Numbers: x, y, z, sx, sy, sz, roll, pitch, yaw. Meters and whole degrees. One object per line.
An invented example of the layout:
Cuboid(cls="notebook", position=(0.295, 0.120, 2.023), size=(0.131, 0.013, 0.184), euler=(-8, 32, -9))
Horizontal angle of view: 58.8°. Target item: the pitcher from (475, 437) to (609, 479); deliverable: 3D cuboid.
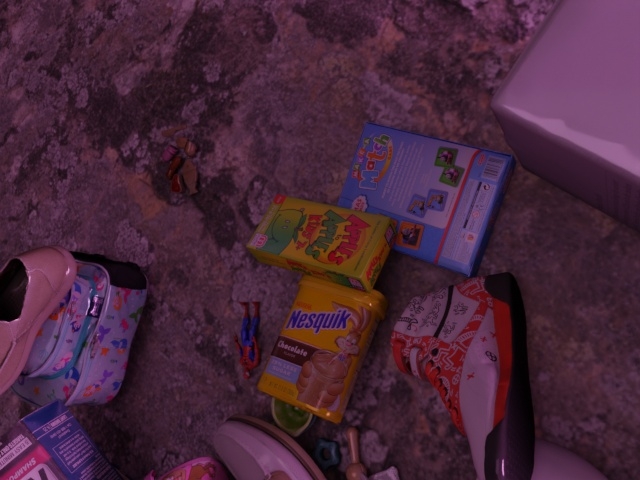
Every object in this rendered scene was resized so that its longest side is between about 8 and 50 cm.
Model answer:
Cuboid(cls="pitcher", position=(0.255, 0.279, 0.556), size=(0.207, 0.178, 0.126), euler=(24, 76, 28))

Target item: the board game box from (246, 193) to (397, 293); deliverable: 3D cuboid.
Cuboid(cls="board game box", position=(0.000, 0.000, 0.755), size=(0.181, 0.043, 0.092), euler=(14, 63, 32))

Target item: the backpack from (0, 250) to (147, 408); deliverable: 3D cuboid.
Cuboid(cls="backpack", position=(-0.424, 0.151, 0.943), size=(0.225, 0.191, 0.254), euler=(10, 91, 28))

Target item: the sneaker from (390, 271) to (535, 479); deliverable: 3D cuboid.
Cuboid(cls="sneaker", position=(0.150, 0.155, 0.629), size=(0.144, 0.090, 0.270), euler=(-15, 37, 29))

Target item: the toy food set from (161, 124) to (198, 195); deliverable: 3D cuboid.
Cuboid(cls="toy food set", position=(-0.243, -0.134, 0.985), size=(0.077, 0.019, 0.122), euler=(-9, 85, 27))

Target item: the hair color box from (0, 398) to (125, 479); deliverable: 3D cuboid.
Cuboid(cls="hair color box", position=(-0.355, 0.424, 0.811), size=(0.174, 0.105, 0.347), euler=(-40, 88, 4))

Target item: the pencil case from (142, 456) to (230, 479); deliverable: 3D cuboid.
Cuboid(cls="pencil case", position=(-0.117, 0.472, 0.712), size=(0.386, 0.160, 0.167), euler=(54, 148, 29))

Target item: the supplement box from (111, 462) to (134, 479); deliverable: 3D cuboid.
Cuboid(cls="supplement box", position=(-0.359, 0.417, 0.912), size=(0.056, 0.083, 0.083), euler=(23, 92, 27))

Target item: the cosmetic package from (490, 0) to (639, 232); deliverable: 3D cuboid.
Cuboid(cls="cosmetic package", position=(0.402, -0.052, 0.507), size=(0.453, 0.230, 0.162), euler=(37, 98, 27))

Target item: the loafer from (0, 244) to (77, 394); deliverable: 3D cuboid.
Cuboid(cls="loafer", position=(-0.459, 0.117, 0.808), size=(0.101, 0.092, 0.269), euler=(31, 90, 21))

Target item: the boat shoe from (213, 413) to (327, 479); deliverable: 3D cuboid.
Cuboid(cls="boat shoe", position=(-0.044, 0.344, 0.726), size=(0.302, 0.103, 0.113), euler=(32, 132, 29))

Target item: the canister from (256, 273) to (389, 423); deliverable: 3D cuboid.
Cuboid(cls="canister", position=(0.003, 0.137, 0.746), size=(0.126, 0.073, 0.170), euler=(14, 70, 29))

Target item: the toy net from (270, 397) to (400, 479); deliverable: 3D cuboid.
Cuboid(cls="toy net", position=(0.011, 0.299, 0.757), size=(0.232, 0.045, 0.122), euler=(39, 100, 27))

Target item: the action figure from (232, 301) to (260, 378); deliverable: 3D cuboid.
Cuboid(cls="action figure", position=(-0.110, 0.150, 0.859), size=(0.038, 0.030, 0.115), euler=(-5, 81, 22))

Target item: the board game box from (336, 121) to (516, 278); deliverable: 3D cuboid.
Cuboid(cls="board game box", position=(0.130, -0.059, 0.759), size=(0.211, 0.039, 0.160), euler=(20, 92, 29))
